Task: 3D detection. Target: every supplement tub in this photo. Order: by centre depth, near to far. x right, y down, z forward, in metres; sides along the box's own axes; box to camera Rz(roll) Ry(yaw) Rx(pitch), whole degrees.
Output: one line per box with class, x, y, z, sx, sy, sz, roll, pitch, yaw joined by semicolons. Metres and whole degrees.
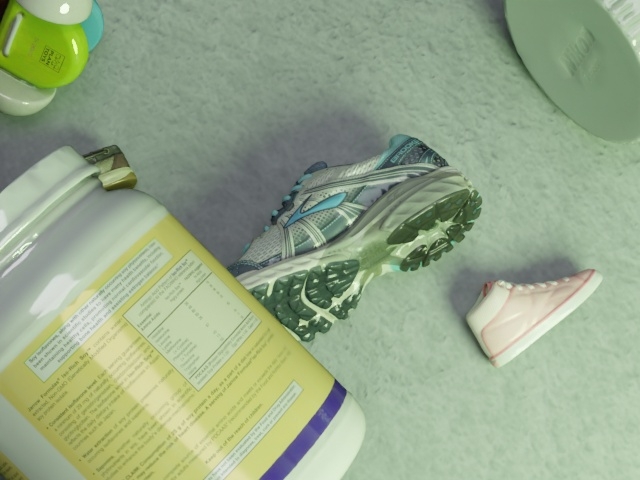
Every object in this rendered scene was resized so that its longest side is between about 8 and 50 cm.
supplement tub;-0.154;0.112;1.177;0.331;0.241;0.241;46;73;-3

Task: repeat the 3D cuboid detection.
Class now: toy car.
toy car;-0.278;-0.218;1.365;0.182;0.159;0.136;35;35;6

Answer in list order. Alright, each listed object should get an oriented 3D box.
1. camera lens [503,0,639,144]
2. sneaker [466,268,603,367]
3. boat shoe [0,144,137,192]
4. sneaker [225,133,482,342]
camera lens;0.337;-0.246;1.384;0.274;0.219;0.219;-37;79;-16
sneaker;0.192;0.051;1.359;0.134;0.051;0.070;-36;84;-12
boat shoe;-0.245;-0.047;1.347;0.152;0.056;0.049;-17;69;-21
sneaker;0.000;0.000;1.344;0.283;0.110;0.122;-27;54;-11
